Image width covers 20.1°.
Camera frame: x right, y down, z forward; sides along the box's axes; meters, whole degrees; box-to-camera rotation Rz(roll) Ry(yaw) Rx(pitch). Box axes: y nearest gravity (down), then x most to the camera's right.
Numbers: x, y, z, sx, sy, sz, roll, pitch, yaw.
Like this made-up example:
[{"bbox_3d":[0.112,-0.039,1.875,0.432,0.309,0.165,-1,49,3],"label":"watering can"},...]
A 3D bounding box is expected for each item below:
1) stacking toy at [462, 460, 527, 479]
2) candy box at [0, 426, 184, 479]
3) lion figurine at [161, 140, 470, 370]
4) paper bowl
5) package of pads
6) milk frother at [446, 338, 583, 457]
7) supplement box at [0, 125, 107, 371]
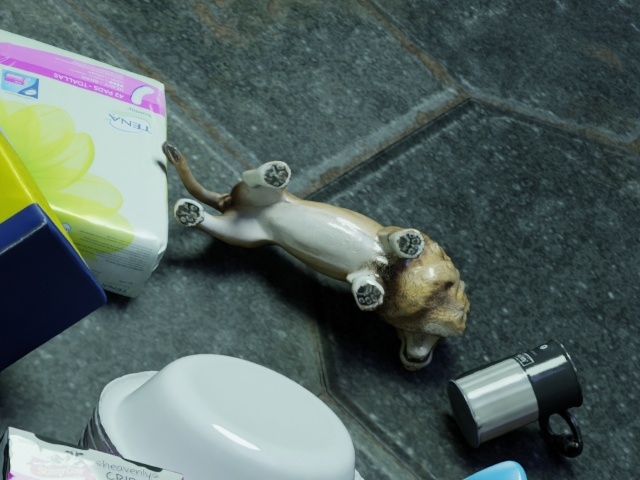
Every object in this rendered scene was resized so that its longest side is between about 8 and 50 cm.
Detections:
[{"bbox_3d":[0.241,0.370,1.860,0.302,0.175,0.166,29,40,-32],"label":"stacking toy"},{"bbox_3d":[-0.231,0.266,1.499,0.159,0.233,0.071,19,38,-23],"label":"candy box"},{"bbox_3d":[0.000,0.000,2.051,0.392,0.142,0.240,33,0,3],"label":"lion figurine"},{"bbox_3d":[-0.082,0.213,1.687,0.284,0.148,0.284,23,19,-9],"label":"paper bowl"},{"bbox_3d":[-0.281,-0.086,1.977,0.229,0.101,0.296,18,40,-20],"label":"package of pads"},{"bbox_3d":[0.227,0.203,2.068,0.134,0.129,0.143,-20,90,-10],"label":"milk frother"},{"bbox_3d":[-0.389,-0.057,1.713,0.356,0.195,0.194,55,-5,26],"label":"supplement box"}]
